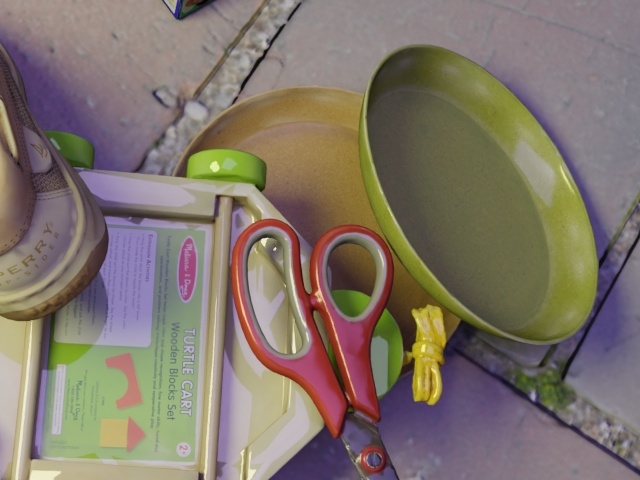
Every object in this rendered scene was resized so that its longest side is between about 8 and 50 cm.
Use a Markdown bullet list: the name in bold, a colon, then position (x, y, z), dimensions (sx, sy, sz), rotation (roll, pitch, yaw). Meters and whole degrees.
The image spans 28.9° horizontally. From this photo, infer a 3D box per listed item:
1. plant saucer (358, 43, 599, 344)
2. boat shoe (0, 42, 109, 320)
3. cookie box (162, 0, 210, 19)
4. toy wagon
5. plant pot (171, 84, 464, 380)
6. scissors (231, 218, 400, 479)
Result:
- **plant saucer**: position (0.109, -0.030, 0.900), dimensions (0.241, 0.037, 0.241), rotation (26, 49, -33)
- **boat shoe**: position (-0.252, -0.093, 0.782), dimensions (0.121, 0.110, 0.341), rotation (-43, 56, -6)
- **cookie box**: position (-0.092, -0.238, 0.964), dimensions (0.107, 0.040, 0.092), rotation (-34, 83, -19)
- **toy wagon**: position (-0.089, 0.072, 0.825), dimensions (0.344, 0.068, 0.267), rotation (5, 75, -9)
- **plant pot**: position (0.000, 0.000, 0.918), dimensions (0.236, 0.032, 0.236), rotation (3, 72, -11)
- **scissors**: position (0.016, 0.125, 0.786), dimensions (0.109, 0.021, 0.297), rotation (-8, 78, -15)
